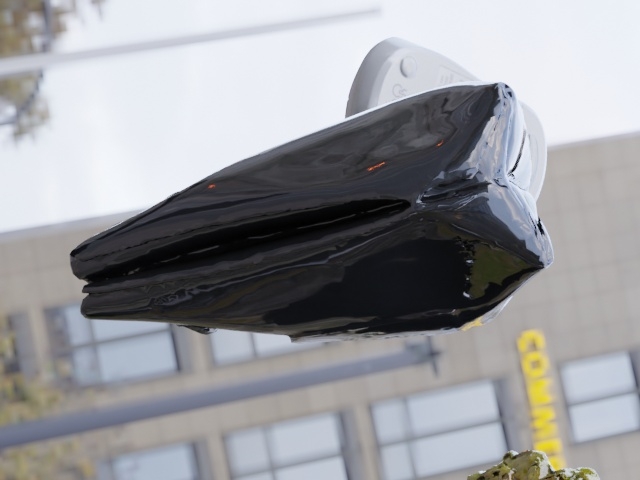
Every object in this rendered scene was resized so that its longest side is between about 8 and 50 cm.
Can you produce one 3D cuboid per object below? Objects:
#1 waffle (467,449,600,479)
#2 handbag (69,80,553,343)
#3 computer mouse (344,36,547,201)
[{"bbox_3d":[0.150,0.292,1.715,0.052,0.254,0.245,48,-13,-25],"label":"waffle"},{"bbox_3d":[0.000,0.000,1.240,0.342,0.288,0.152,17,60,-84],"label":"handbag"},{"bbox_3d":[0.127,-0.116,2.191,0.121,0.297,0.184,4,-99,53],"label":"computer mouse"}]
